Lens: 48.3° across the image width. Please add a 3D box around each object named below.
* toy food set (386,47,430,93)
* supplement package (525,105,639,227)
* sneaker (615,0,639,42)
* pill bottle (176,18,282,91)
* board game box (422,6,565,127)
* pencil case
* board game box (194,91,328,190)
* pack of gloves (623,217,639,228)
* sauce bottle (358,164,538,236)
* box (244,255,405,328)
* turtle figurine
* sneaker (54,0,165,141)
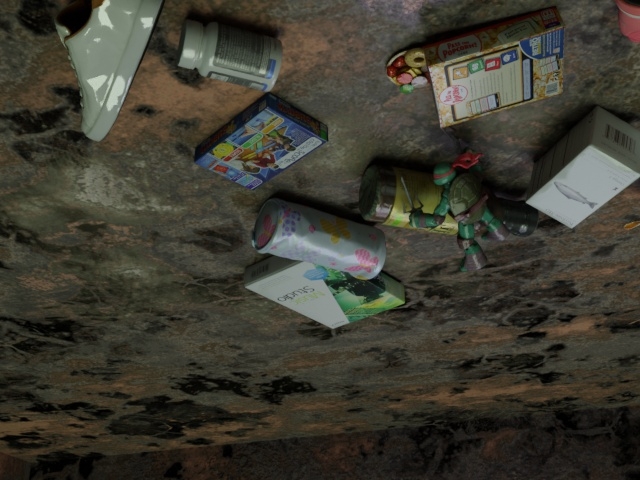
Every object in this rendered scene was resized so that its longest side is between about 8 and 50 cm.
[{"bbox_3d":[0.142,-0.260,1.089,0.083,0.020,0.083,-22,145,31],"label":"toy food set"},{"bbox_3d":[0.456,-0.123,1.234,0.105,0.105,0.179,28,144,-6],"label":"supplement package"},{"bbox_3d":[0.547,-0.328,0.932,0.314,0.115,0.136,-3,161,16],"label":"sneaker"},{"bbox_3d":[-0.129,-0.264,1.012,0.137,0.078,0.078,10,148,-20],"label":"pill bottle"},{"bbox_3d":[0.260,-0.252,1.064,0.194,0.045,0.146,-15,148,8],"label":"board game box"},{"bbox_3d":[0.000,0.000,1.444,0.273,0.113,0.124,17,147,-28],"label":"pencil case"},{"bbox_3d":[-0.104,-0.164,1.230,0.136,0.035,0.201,25,141,-38],"label":"board game box"},{"bbox_3d":[0.708,-0.062,1.336,0.232,0.046,0.195,-17,174,-45],"label":"pack of gloves"},{"bbox_3d":[0.247,-0.064,1.346,0.345,0.111,0.111,9,149,-15],"label":"sauce bottle"},{"bbox_3d":[0.014,0.108,1.684,0.232,0.058,0.322,-25,143,34],"label":"box"},{"bbox_3d":[0.235,-0.067,1.231,0.175,0.118,0.234,-38,115,-4],"label":"turtle figurine"},{"bbox_3d":[-0.313,-0.262,1.000,0.123,0.105,0.290,21,137,-18],"label":"sneaker"}]
